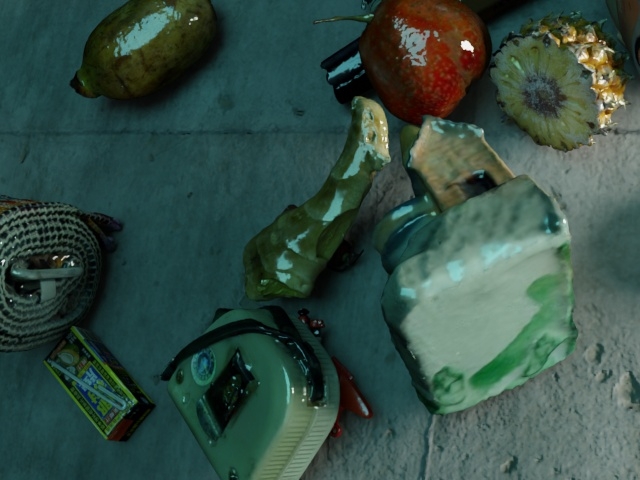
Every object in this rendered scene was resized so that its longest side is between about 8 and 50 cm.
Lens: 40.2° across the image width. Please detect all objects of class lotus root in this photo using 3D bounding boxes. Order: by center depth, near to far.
[{"bbox_3d":[-0.273,-0.298,1.338,0.260,0.128,0.145,-31,49,6],"label":"lotus root"}]

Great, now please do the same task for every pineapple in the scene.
[{"bbox_3d":[0.306,-0.208,1.052,0.137,0.162,0.176,-36,23,-24],"label":"pineapple"}]

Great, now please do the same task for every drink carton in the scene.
[{"bbox_3d":[-0.310,0.199,1.222,0.165,0.056,0.071,40,94,29],"label":"drink carton"}]

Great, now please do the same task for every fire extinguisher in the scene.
[{"bbox_3d":[0.000,0.000,1.162,0.132,0.039,0.056,36,122,29],"label":"fire extinguisher"}]

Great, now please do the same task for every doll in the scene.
[{"bbox_3d":[-0.009,0.167,1.096,0.109,0.057,0.169,-31,66,18],"label":"doll"}]

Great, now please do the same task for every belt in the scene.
[{"bbox_3d":[-0.413,0.043,1.209,0.160,0.295,0.207,10,91,23],"label":"belt"}]

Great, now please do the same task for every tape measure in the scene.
[{"bbox_3d":[-0.092,0.166,1.062,0.235,0.115,0.207,48,119,39],"label":"tape measure"}]

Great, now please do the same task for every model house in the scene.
[{"bbox_3d":[0.127,-0.011,0.997,0.194,0.267,0.325,-25,51,0],"label":"model house"}]

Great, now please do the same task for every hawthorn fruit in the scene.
[{"bbox_3d":[0.106,-0.248,1.083,0.203,0.162,0.163,41,92,1],"label":"hawthorn fruit"}]

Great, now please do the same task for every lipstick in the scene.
[{"bbox_3d":[0.190,-0.313,1.165,0.418,0.077,0.077,-29,63,12],"label":"lipstick"}]

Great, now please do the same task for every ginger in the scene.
[{"bbox_3d":[-0.003,-0.043,1.098,0.295,0.086,0.131,-57,35,12],"label":"ginger"}]

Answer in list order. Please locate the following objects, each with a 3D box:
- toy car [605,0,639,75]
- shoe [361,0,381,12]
[{"bbox_3d":[0.405,-0.314,0.981,0.180,0.271,0.212,-25,41,1],"label":"toy car"},{"bbox_3d":[0.117,-0.384,1.229,0.169,0.071,0.099,-42,58,10],"label":"shoe"}]
